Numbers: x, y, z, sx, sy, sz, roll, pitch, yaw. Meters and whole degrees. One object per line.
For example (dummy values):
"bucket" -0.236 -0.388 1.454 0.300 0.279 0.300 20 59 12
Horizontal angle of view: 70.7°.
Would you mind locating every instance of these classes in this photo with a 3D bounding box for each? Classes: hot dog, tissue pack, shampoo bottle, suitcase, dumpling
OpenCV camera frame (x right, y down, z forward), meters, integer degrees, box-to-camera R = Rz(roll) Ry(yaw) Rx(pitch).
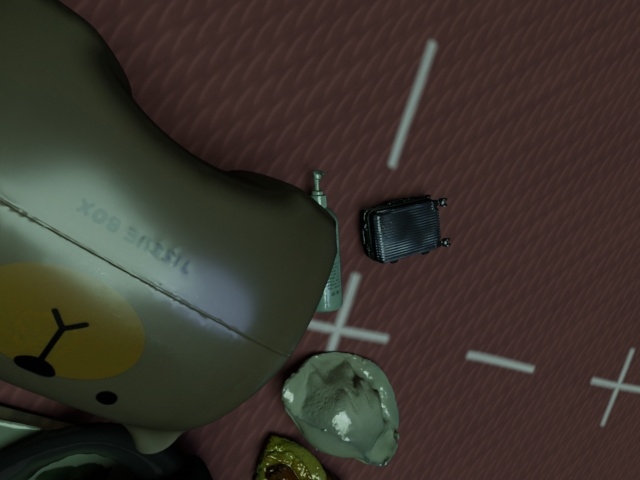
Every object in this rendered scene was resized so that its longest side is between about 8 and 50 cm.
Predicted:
"hot dog" -0.012 0.416 0.692 0.123 0.093 0.262 -42 113 -9
"tissue pack" -0.200 0.000 0.429 0.387 0.267 0.277 38 82 -26
"shampoo bottle" 0.000 0.000 0.628 0.056 0.056 0.196 -8 103 -20
"suitcase" 0.123 -0.019 0.669 0.126 0.059 0.086 -14 105 -18
"dumpling" 0.038 0.240 0.675 0.181 0.111 0.155 58 47 -28

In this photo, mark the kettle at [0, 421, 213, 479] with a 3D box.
"kettle" -0.275 0.374 0.494 0.323 0.228 0.321 -18 85 -14

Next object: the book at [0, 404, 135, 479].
"book" -0.426 0.315 0.536 0.370 0.043 0.261 27 92 -24
